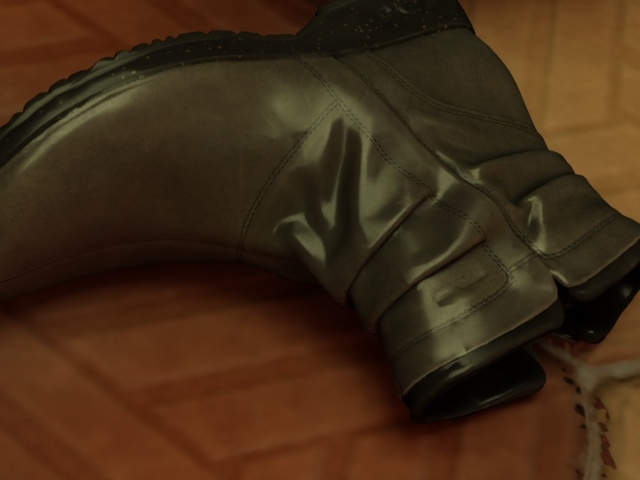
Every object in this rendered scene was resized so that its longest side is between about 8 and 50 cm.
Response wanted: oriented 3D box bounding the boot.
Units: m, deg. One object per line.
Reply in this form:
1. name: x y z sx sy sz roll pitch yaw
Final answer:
1. boot: 0.000 0.000 0.641 0.246 0.083 0.161 -23 63 -26
